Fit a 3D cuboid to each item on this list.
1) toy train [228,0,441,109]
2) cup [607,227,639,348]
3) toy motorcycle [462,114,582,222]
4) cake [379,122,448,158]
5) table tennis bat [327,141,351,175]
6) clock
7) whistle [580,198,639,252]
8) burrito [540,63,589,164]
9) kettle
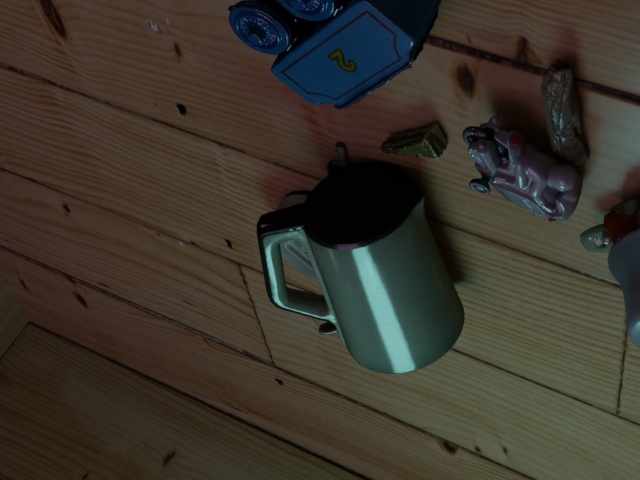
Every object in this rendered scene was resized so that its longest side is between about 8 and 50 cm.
[{"bbox_3d":[0.029,-0.354,1.826,0.265,0.188,0.300,37,150,-17],"label":"toy train"},{"bbox_3d":[0.617,0.111,1.841,0.347,0.163,0.347,9,155,4],"label":"cup"},{"bbox_3d":[0.348,-0.109,1.942,0.171,0.110,0.260,8,154,48],"label":"toy motorcycle"},{"bbox_3d":[0.166,-0.169,2.107,0.055,0.051,0.140,45,153,-24],"label":"cake"},{"bbox_3d":[0.049,-0.137,2.325,0.087,0.013,0.156,22,151,23],"label":"table tennis bat"},{"bbox_3d":[0.000,0.000,2.527,0.230,0.083,0.230,25,153,14],"label":"clock"},{"bbox_3d":[0.519,-0.018,1.925,0.253,0.106,0.101,-15,85,56],"label":"whistle"},{"bbox_3d":[0.376,-0.195,1.844,0.058,0.063,0.229,-19,143,8],"label":"burrito"},{"bbox_3d":[0.067,0.059,2.323,0.361,0.250,0.376,-9,135,14],"label":"kettle"}]
